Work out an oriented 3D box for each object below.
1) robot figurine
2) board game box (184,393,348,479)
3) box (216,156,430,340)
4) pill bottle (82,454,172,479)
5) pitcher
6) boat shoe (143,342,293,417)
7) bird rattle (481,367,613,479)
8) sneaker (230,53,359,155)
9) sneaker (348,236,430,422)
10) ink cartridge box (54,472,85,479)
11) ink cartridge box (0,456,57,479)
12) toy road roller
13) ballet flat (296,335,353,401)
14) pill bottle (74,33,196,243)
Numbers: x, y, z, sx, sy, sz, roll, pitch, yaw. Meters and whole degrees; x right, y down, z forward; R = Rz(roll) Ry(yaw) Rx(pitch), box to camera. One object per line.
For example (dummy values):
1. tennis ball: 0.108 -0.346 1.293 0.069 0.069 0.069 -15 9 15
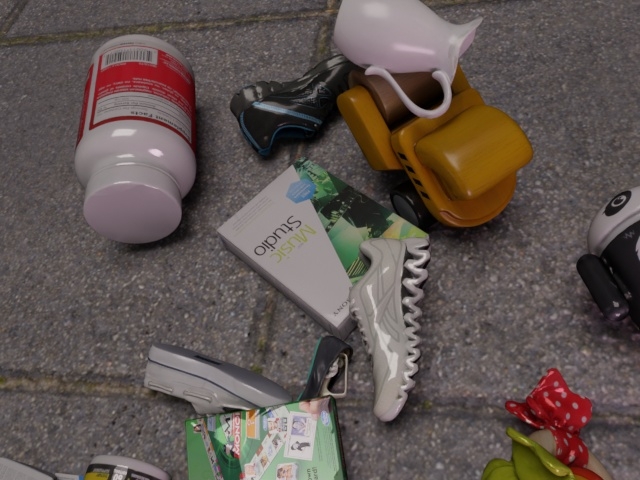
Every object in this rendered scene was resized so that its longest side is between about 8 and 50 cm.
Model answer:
1. robot figurine: 0.506 0.044 0.870 0.209 0.173 0.278 12 44 -33
2. board game box: -0.062 0.381 0.803 0.214 0.046 0.317 -11 67 7
3. box: 0.000 0.000 1.100 0.322 0.058 0.232 36 69 30
4. pill bottle: -0.284 0.405 0.810 0.119 0.119 0.208 1 54 15
5. pitcher: 0.121 -0.292 0.942 0.207 0.125 0.177 19 80 5
6. boat shoe: -0.165 0.237 0.961 0.258 0.095 0.084 15 88 26
7. bird rattle: 0.292 0.296 0.757 0.143 0.254 0.207 -46 72 29
8. sneaker: -0.011 -0.288 1.296 0.341 0.125 0.139 -23 80 -7
9. sneaker: 0.096 0.127 0.930 0.119 0.110 0.291 9 64 1
10. ink cartridge box: -0.360 0.412 0.893 0.089 0.052 0.122 0 57 14
11. ink cartridge box: -0.411 0.418 0.838 0.233 0.066 0.189 1 61 35
12. toy road roller: 0.202 -0.178 1.010 0.203 0.329 0.240 -33 9 -11
13. ballet flat: 0.001 0.237 0.923 0.074 0.074 0.203 11 56 20
14. pill bottle: -0.366 -0.206 1.230 0.229 0.229 0.407 -13 53 5
